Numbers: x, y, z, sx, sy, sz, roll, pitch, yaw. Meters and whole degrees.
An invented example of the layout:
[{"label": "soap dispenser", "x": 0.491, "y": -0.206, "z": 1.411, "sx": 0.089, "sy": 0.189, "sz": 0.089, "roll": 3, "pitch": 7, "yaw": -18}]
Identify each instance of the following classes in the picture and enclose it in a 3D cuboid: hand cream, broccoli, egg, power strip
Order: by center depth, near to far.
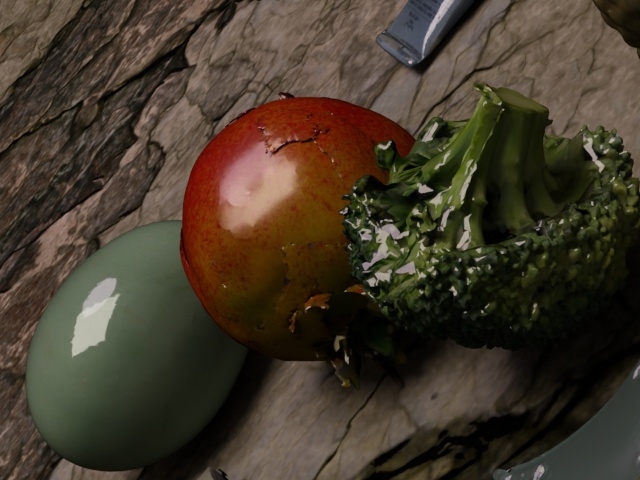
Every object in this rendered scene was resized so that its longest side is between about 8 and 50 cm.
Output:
[{"label": "power strip", "x": 0.220, "y": 0.076, "z": 1.090, "sx": 0.253, "sy": 0.054, "sz": 0.167, "roll": -55, "pitch": 30, "yaw": -10}, {"label": "broccoli", "x": 0.113, "y": -0.014, "z": 1.197, "sx": 0.198, "sy": 0.226, "sz": 0.176, "roll": 12, "pitch": 87, "yaw": 29}, {"label": "egg", "x": -0.148, "y": 0.086, "z": 1.493, "sx": 0.231, "sy": 0.168, "sz": 0.168, "roll": -55, "pitch": 27, "yaw": -19}, {"label": "hand cream", "x": 0.145, "y": -0.269, "z": 1.640, "sx": 0.256, "sy": 0.055, "sz": 0.088, "roll": -49, "pitch": 35, "yaw": 5}]

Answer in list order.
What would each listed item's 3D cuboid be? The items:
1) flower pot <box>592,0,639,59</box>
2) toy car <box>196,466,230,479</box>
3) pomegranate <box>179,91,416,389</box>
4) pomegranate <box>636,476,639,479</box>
[{"label": "flower pot", "x": 0.303, "y": -0.140, "z": 1.007, "sx": 0.307, "sy": 0.307, "sz": 0.244, "roll": -24, "pitch": 51, "yaw": 40}, {"label": "toy car", "x": -0.067, "y": 0.274, "z": 1.151, "sx": 0.193, "sy": 0.118, "sz": 0.301, "roll": -48, "pitch": 38, "yaw": 4}, {"label": "pomegranate", "x": 0.000, "y": 0.000, "z": 1.354, "sx": 0.210, "sy": 0.210, "sz": 0.235, "roll": -42, "pitch": 55, "yaw": 15}, {"label": "pomegranate", "x": 0.123, "y": 0.256, "z": 0.827, "sx": 0.309, "sy": 0.216, "sz": 0.358, "roll": -26, "pitch": 34, "yaw": 43}]
